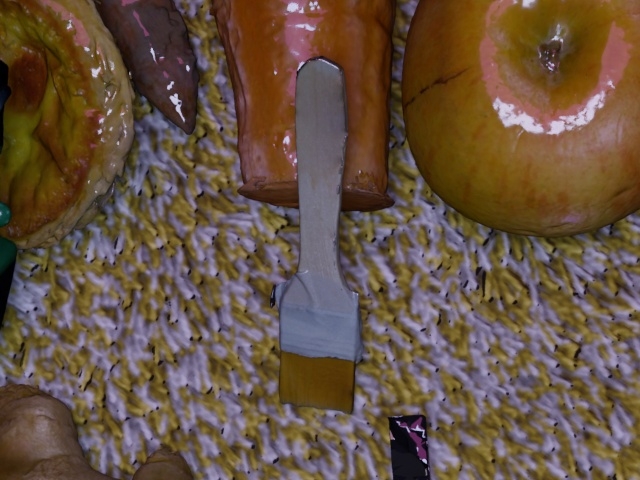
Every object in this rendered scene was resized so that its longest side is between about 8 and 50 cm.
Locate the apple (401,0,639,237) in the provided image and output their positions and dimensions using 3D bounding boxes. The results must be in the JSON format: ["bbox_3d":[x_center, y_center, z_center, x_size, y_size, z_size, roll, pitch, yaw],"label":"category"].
[{"bbox_3d":[0.200,-0.143,1.337,0.286,0.233,0.286,-2,77,7],"label":"apple"}]

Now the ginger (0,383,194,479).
[{"bbox_3d":[-0.234,0.254,1.376,0.375,0.166,0.236,3,38,-15],"label":"ginger"}]

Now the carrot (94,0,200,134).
[{"bbox_3d":[-0.178,-0.216,1.478,0.102,0.102,0.263,-27,77,0],"label":"carrot"}]

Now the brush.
[{"bbox_3d":[0.000,0.000,1.333,0.085,0.020,0.337,8,116,11],"label":"brush"}]

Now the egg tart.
[{"bbox_3d":[-0.283,-0.138,1.427,0.294,0.116,0.295,7,108,23],"label":"egg tart"}]

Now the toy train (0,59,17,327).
[{"bbox_3d":[-0.383,-0.040,1.343,0.249,0.178,0.429,22,113,7],"label":"toy train"}]

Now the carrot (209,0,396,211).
[{"bbox_3d":[-0.019,-0.158,1.411,0.196,0.196,0.254,1,85,8],"label":"carrot"}]

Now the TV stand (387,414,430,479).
[{"bbox_3d":[0.085,0.279,1.344,0.036,0.042,0.249,-5,76,4],"label":"TV stand"}]
